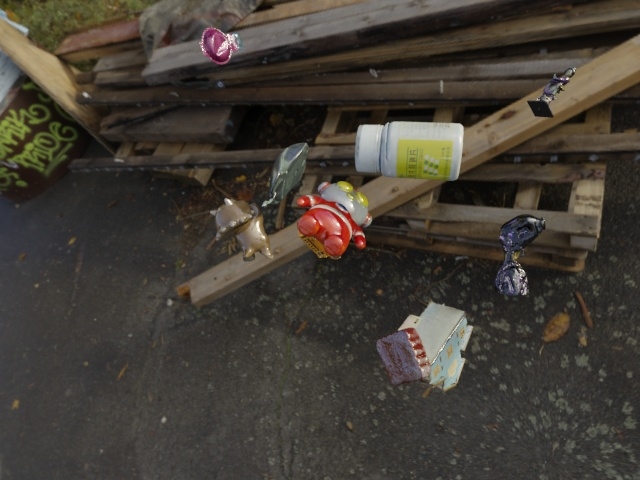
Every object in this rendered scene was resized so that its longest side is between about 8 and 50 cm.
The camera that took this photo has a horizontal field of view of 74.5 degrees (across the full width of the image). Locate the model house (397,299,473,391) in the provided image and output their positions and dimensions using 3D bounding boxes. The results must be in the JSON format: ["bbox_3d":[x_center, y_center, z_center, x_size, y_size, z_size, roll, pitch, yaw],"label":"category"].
[{"bbox_3d":[0.339,0.349,1.293,0.178,0.207,0.271,11,43,40],"label":"model house"}]

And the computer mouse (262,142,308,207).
[{"bbox_3d":[-0.143,-0.237,1.526,0.090,0.167,0.379,21,44,8],"label":"computer mouse"}]

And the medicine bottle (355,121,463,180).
[{"bbox_3d":[0.224,-0.230,1.073,0.257,0.143,0.144,6,67,14],"label":"medicine bottle"}]

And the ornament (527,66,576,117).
[{"bbox_3d":[0.849,-0.555,1.528,0.203,0.081,0.088,-56,33,3],"label":"ornament"}]

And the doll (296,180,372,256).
[{"bbox_3d":[0.035,-0.050,0.776,0.142,0.245,0.076,39,121,0],"label":"doll"}]

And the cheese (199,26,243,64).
[{"bbox_3d":[-0.262,-0.521,1.120,0.038,0.095,0.145,-1,27,41],"label":"cheese"}]

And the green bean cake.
[{"bbox_3d":[0.223,0.309,1.125,0.135,0.056,0.135,-37,65,48],"label":"green bean cake"}]

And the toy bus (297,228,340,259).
[{"bbox_3d":[0.000,0.000,1.282,0.074,0.162,0.070,-25,44,20],"label":"toy bus"}]

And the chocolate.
[{"bbox_3d":[0.354,0.025,0.760,0.072,0.070,0.147,12,97,25],"label":"chocolate"}]

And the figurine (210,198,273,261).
[{"bbox_3d":[-0.304,-0.037,1.565,0.177,0.173,0.247,-9,90,37],"label":"figurine"}]
